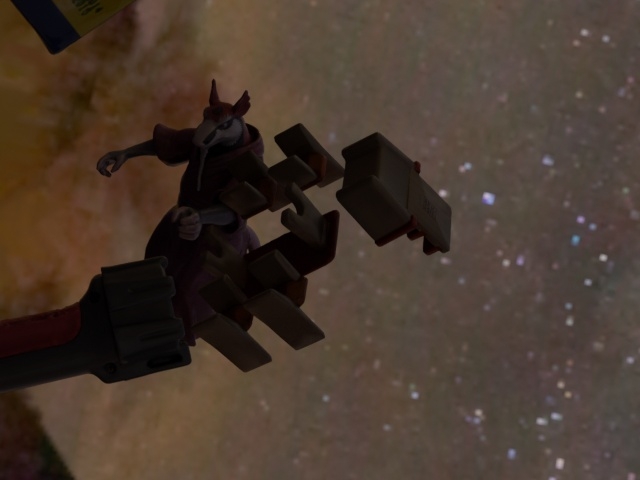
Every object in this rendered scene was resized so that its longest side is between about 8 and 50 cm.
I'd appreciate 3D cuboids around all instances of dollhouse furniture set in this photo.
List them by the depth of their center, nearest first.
[{"bbox_3d":[0.000,0.000,1.548,0.259,0.135,0.262,-26,-143,30],"label":"dollhouse furniture set"}]

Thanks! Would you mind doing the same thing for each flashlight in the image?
[{"bbox_3d":[-0.269,0.079,1.170,0.103,0.304,0.103,84,-11,-45],"label":"flashlight"}]

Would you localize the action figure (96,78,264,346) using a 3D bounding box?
[{"bbox_3d":[-0.127,-0.034,1.795,0.248,0.275,0.370,53,-45,41],"label":"action figure"}]

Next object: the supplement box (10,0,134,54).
[{"bbox_3d":[-0.129,-0.344,1.031,0.195,0.356,0.194,55,-1,32],"label":"supplement box"}]
